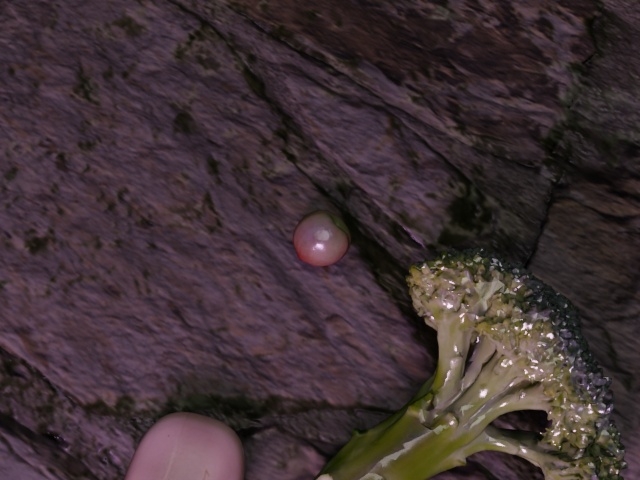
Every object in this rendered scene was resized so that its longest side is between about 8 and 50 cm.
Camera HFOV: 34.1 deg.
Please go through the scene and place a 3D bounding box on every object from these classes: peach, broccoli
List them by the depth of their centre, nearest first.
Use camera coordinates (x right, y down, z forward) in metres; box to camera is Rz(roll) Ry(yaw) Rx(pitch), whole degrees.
[{"bbox_3d":[0.166,0.178,1.360,0.397,0.274,0.353,-14,47,10],"label":"broccoli"},{"bbox_3d":[0.001,-0.002,1.478,0.083,0.083,0.083,2,64,-4],"label":"peach"}]

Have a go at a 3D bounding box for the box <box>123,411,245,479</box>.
[{"bbox_3d":[-0.173,0.313,1.301,0.146,0.088,0.200,16,63,1],"label":"box"}]
